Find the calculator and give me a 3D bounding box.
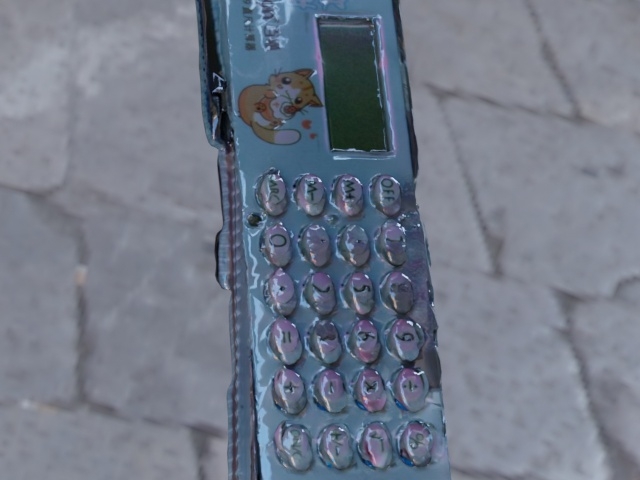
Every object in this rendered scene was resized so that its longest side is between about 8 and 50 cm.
[{"bbox_3d":[0.000,0.000,0.486,0.057,0.018,0.172,1,65,-14],"label":"calculator"}]
